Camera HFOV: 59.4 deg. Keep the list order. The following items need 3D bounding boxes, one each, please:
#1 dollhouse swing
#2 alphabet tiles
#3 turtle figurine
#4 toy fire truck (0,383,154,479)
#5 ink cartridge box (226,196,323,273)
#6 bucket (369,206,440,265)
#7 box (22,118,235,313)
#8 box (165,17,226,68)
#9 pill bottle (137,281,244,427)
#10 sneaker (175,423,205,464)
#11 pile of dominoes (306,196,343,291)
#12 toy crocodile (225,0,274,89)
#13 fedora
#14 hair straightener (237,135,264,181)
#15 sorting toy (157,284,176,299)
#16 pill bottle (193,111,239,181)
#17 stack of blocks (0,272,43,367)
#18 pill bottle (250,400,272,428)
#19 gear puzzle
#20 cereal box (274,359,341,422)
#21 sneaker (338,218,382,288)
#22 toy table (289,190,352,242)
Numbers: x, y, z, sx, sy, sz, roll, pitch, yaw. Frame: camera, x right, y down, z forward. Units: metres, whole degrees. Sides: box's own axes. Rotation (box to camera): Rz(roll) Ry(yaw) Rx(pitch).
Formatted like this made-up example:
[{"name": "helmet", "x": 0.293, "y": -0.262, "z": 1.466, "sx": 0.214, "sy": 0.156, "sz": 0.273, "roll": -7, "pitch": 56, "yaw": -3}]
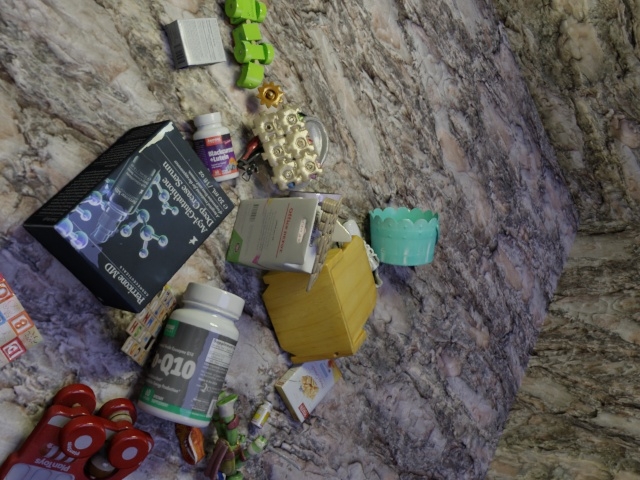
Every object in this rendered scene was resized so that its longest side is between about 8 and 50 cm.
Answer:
[{"name": "dollhouse swing", "x": 0.011, "y": 0.182, "z": 1.957, "sx": 0.305, "sy": 0.315, "sz": 0.347, "roll": -70, "pitch": 146, "yaw": -63}, {"name": "alphabet tiles", "x": -0.448, "y": 0.222, "z": 1.489, "sx": 0.237, "sy": 0.009, "sz": 0.198, "roll": 95, "pitch": 21, "yaw": -65}, {"name": "turtle figurine", "x": -0.230, "y": 0.581, "z": 1.693, "sx": 0.274, "sy": 0.198, "sz": 0.266, "roll": -17, "pitch": 95, "yaw": -4}, {"name": "toy fire truck", "x": -0.585, "y": 0.522, "z": 1.388, "sx": 0.302, "sy": 0.169, "sz": 0.254, "roll": 37, "pitch": 90, "yaw": -38}, {"name": "ink cartridge box", "x": -0.112, "y": -0.015, "z": 1.676, "sx": 0.119, "sy": 0.353, "sz": 0.207, "roll": 23, "pitch": 76, "yaw": -43}, {"name": "bucket", "x": 0.321, "y": -0.020, "z": 2.172, "sx": 0.281, "sy": 0.281, "sz": 0.183, "roll": -12, "pitch": 109, "yaw": -44}, {"name": "box", "x": -0.468, "y": -0.066, "z": 1.424, "sx": 0.395, "sy": 0.212, "sz": 0.293, "roll": -53, "pitch": 126, "yaw": -28}, {"name": "box", "x": -0.357, "y": -0.566, "z": 1.613, "sx": 0.137, "sy": 0.072, "sz": 0.126, "roll": -23, "pitch": 107, "yaw": -41}, {"name": "pill bottle", "x": -0.348, "y": 0.313, "z": 1.562, "sx": 0.204, "sy": 0.204, "sz": 0.361, "roll": 31, "pitch": 69, "yaw": -41}, {"name": "sneaker", "x": -0.380, "y": 0.569, "z": 1.651, "sx": 0.067, "sy": 0.064, "sz": 0.175, "roll": -29, "pitch": 117, "yaw": -63}, {"name": "pile of dominoes", "x": 0.000, "y": 0.000, "z": 1.617, "sx": 0.196, "sy": 0.040, "sz": 0.251, "roll": -52, "pitch": 159, "yaw": -70}, {"name": "toy crocodile", "x": -0.229, "y": -0.641, "z": 1.728, "sx": 0.115, "sy": 0.105, "sz": 0.341, "roll": -14, "pitch": 97, "yaw": -43}, {"name": "fedora", "x": -0.055, "y": -0.306, "z": 1.884, "sx": 0.243, "sy": 0.124, "sz": 0.276, "roll": 12, "pitch": 83, "yaw": -44}, {"name": "hair straightener", "x": -0.202, "y": -0.246, "z": 1.731, "sx": 0.230, "sy": 0.047, "sz": 0.089, "roll": -77, "pitch": 146, "yaw": -57}, {"name": "sorting toy", "x": -0.440, "y": 0.160, "z": 1.587, "sx": 0.075, "sy": 0.044, "sz": 0.083, "roll": 50, "pitch": 56, "yaw": -56}, {"name": "pill bottle", "x": -0.311, "y": -0.272, "z": 1.644, "sx": 0.108, "sy": 0.108, "sz": 0.194, "roll": -24, "pitch": 108, "yaw": -42}, {"name": "stack of blocks", "x": -0.768, "y": 0.143, "z": 1.220, "sx": 0.171, "sy": 0.087, "sz": 0.297, "roll": -38, "pitch": 117, "yaw": -37}, {"name": "pill bottle", "x": -0.191, "y": 0.570, "z": 1.837, "sx": 0.043, "sy": 0.043, "sz": 0.083, "roll": 51, "pitch": 58, "yaw": -33}, {"name": "gear puzzle", "x": -0.124, "y": -0.332, "z": 1.765, "sx": 0.175, "sy": 0.044, "sz": 0.339, "roll": -23, "pitch": 95, "yaw": -15}, {"name": "cereal box", "x": -0.039, "y": 0.494, "z": 1.982, "sx": 0.240, "sy": 0.047, "sz": 0.173, "roll": -44, "pitch": 120, "yaw": -35}, {"name": "sneaker", "x": 0.159, "y": 0.054, "z": 2.107, "sx": 0.111, "sy": 0.129, "sz": 0.297, "roll": -36, "pitch": 115, "yaw": -37}, {"name": "toy table", "x": -0.016, "y": -0.080, "z": 1.865, "sx": 0.274, "sy": 0.252, "sz": 0.161, "roll": -12, "pitch": 107, "yaw": -72}]
